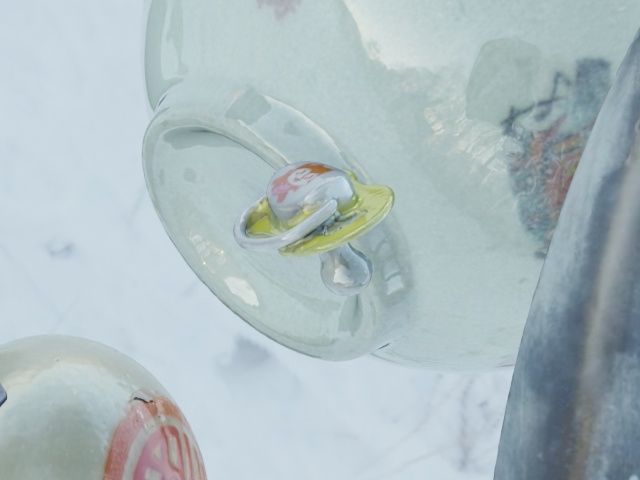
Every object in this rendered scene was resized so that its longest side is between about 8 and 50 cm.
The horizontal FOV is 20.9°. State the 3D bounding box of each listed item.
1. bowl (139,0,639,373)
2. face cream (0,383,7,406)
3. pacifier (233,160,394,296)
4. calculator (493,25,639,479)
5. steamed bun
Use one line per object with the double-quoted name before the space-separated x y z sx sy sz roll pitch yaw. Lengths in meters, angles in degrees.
"bowl" 0.024 -0.056 1.022 0.196 0.435 0.435 -43 102 -30
"face cream" -0.348 0.176 1.025 0.420 0.235 0.137 -51 137 -19
"pacifier" 0.000 0.000 0.774 0.068 0.083 0.064 -34 116 -17
"calculator" 0.149 0.016 0.524 0.177 0.040 0.268 11 98 -23
"steamed bun" -0.187 0.213 1.364 0.283 0.177 0.283 -4 90 -68
